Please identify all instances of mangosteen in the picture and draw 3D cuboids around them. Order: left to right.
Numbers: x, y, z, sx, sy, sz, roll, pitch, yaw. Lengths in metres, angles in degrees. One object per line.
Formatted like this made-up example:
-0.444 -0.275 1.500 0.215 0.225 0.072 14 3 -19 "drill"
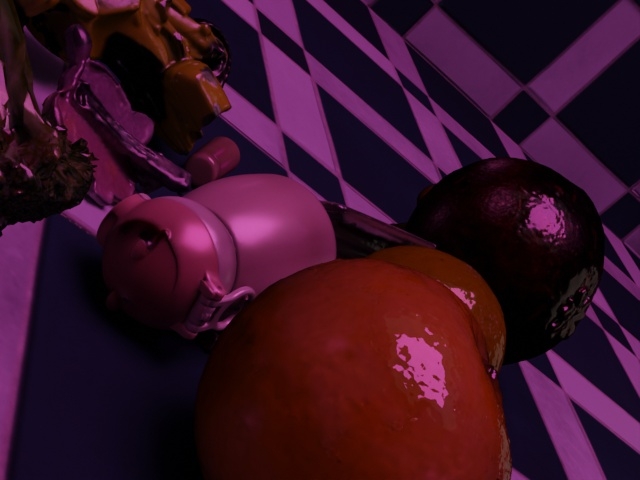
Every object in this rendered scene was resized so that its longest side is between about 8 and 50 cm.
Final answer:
0.232 0.018 1.584 0.297 0.297 0.293 25 31 -50 "mangosteen"

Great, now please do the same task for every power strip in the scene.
0.000 0.000 1.368 0.198 0.064 0.213 6 -11 40 "power strip"

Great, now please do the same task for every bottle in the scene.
-0.102 0.016 1.069 0.147 0.147 0.236 53 27 16 "bottle"
-0.127 -0.091 1.378 0.045 0.045 0.096 46 20 -3 "bottle"

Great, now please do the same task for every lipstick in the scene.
-0.075 0.106 1.122 0.094 0.019 0.019 27 27 -47 "lipstick"

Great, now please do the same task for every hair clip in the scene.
-0.204 -0.101 1.159 0.187 0.056 0.146 43 40 -36 "hair clip"

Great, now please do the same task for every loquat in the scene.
0.033 0.143 0.917 0.263 0.263 0.263 41 19 -17 "loquat"

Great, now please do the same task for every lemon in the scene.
0.104 0.094 1.299 0.248 0.184 0.184 30 25 -42 "lemon"

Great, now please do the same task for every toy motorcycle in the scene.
-0.227 -0.228 1.244 0.142 0.206 0.342 17 -23 51 "toy motorcycle"

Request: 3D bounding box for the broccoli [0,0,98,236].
-0.289 -0.112 0.722 0.308 0.275 0.308 16 29 -9 "broccoli"
